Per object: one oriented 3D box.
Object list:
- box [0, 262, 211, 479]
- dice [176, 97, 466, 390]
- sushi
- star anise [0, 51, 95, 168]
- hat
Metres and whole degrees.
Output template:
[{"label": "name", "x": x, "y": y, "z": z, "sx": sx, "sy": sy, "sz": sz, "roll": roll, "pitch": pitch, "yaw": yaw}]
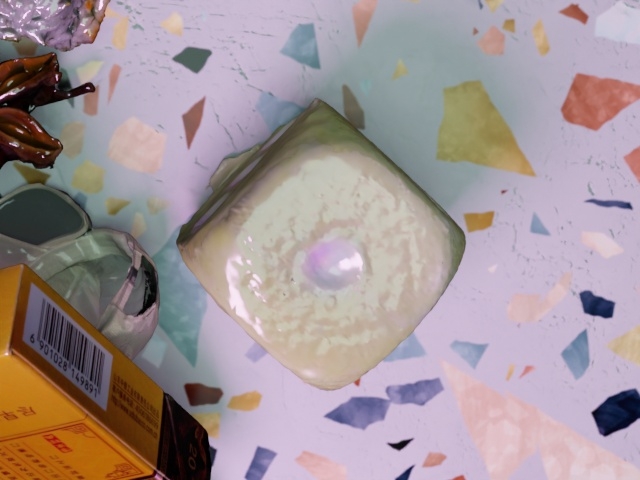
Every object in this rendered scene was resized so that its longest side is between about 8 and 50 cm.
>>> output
[{"label": "box", "x": -0.326, "y": 0.196, "z": 1.749, "sx": 0.264, "sy": 0.116, "sz": 0.415, "roll": -14, "pitch": 143, "yaw": 21}, {"label": "dice", "x": 0.000, "y": 0.000, "z": 1.829, "sx": 0.252, "sy": 0.250, "sz": 0.254, "roll": -45, "pitch": 105, "yaw": 3}, {"label": "sushi", "x": -0.363, "y": -0.300, "z": 1.738, "sx": 0.274, "sy": 0.184, "sz": 0.139, "roll": 18, "pitch": 98, "yaw": -11}, {"label": "star anise", "x": -0.392, "y": -0.138, "z": 1.797, "sx": 0.220, "sy": 0.126, "sz": 0.190, "roll": 26, "pitch": 59, "yaw": -3}, {"label": "hat", "x": -0.322, "y": 0.064, "z": 1.838, "sx": 0.275, "sy": 0.232, "sz": 0.161, "roll": 12, "pitch": 128, "yaw": 0}]
